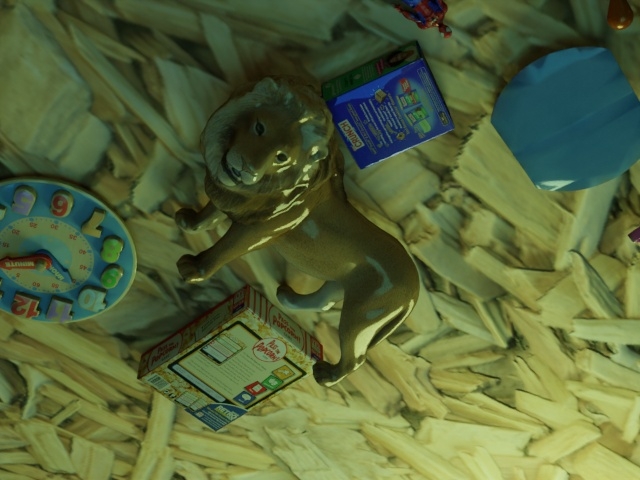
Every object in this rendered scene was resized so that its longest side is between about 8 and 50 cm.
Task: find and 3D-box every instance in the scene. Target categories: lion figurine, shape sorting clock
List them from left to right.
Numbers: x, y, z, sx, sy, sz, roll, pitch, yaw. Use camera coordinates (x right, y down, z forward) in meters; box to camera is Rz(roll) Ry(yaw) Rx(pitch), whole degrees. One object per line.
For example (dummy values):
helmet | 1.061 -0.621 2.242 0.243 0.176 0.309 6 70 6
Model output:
shape sorting clock | -0.315 0.018 0.915 0.206 0.040 0.206 -1 130 -2
lion figurine | 0.000 0.000 0.863 0.240 0.142 0.392 -33 129 25

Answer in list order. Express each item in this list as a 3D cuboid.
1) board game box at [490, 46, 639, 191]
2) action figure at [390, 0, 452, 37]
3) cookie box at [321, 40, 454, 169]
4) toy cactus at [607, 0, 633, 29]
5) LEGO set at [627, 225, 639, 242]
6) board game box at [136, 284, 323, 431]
board game box | 0.258 -0.128 0.830 0.133 0.033 0.168 -29 120 26
action figure | 0.085 -0.228 0.743 0.038 0.030 0.115 -41 122 21
cookie box | 0.067 -0.135 0.808 0.107 0.040 0.092 -22 127 15
toy cactus | 0.304 -0.259 0.657 0.181 0.112 0.219 -18 170 -26
LEGO set | 0.452 -0.039 0.835 0.087 0.093 0.227 -21 161 -41
board game box | -0.115 0.158 1.035 0.193 0.045 0.147 -33 123 22
